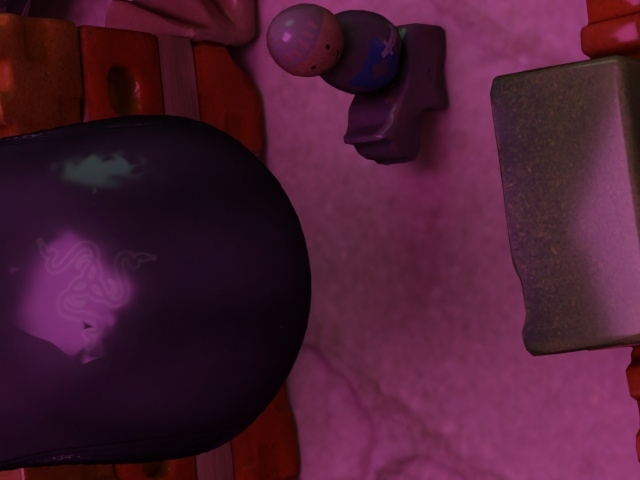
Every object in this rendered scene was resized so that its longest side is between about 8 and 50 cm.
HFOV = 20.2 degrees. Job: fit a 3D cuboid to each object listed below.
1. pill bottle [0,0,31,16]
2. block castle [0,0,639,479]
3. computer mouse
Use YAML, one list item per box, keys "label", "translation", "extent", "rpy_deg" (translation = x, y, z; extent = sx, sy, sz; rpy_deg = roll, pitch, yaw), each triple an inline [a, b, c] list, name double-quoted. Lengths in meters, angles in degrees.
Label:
- label: "pill bottle"
  translation: [-0.224, -0.131, 0.886]
  extent: [0.162, 0.162, 0.278]
  rpy_deg: [37, 118, 28]
- label: "block castle"
  translation: [0.000, 0.000, 0.713]
  extent: [0.303, 0.213, 0.453]
  rpy_deg: [-8, 87, 34]
- label: "computer mouse"
  translation: [-0.129, 0.034, 0.631]
  extent: [0.272, 0.072, 0.188]
  rpy_deg: [-15, 82, 32]
